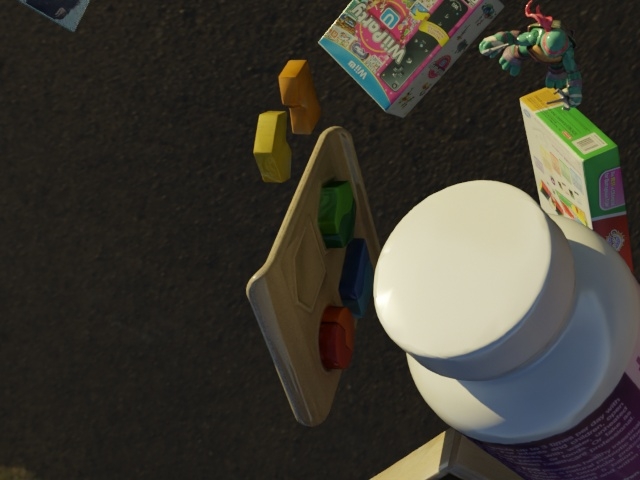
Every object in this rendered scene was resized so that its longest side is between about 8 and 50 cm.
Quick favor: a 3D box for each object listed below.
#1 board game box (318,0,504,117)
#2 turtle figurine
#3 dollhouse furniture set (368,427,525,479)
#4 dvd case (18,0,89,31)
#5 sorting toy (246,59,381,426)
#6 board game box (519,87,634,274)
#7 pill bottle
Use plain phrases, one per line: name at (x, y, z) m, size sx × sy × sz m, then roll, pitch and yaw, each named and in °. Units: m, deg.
board game box at (0.178, -0.434, 1.923) m, size 0.303 × 0.097 × 0.224 m, roll -49°, pitch 69°, yaw 18°
turtle figurine at (0.341, -0.280, 1.466) m, size 0.175 × 0.234 × 0.118 m, roll 38°, pitch 99°, yaw 3°
dollhouse furniture set at (0.111, 0.410, 0.929) m, size 0.362 × 0.394 × 0.256 m, roll 29°, pitch 140°, yaw -10°
dvd case at (-0.279, -0.300, 1.035) m, size 0.087 × 0.120 × 0.013 m, roll 29°, pitch 173°, yaw -30°
sorting toy at (0.000, 0.000, 0.913) m, size 0.041 × 0.229 × 0.307 m, roll 4°, pitch 134°, yaw 23°
board game box at (0.455, -0.083, 1.695) m, size 0.064 × 0.242 × 0.317 m, roll -23°, pitch 127°, yaw -2°
pill bottle at (0.166, 0.083, 0.698) m, size 0.169 × 0.169 × 0.301 m, roll -6°, pitch 150°, yaw 35°
